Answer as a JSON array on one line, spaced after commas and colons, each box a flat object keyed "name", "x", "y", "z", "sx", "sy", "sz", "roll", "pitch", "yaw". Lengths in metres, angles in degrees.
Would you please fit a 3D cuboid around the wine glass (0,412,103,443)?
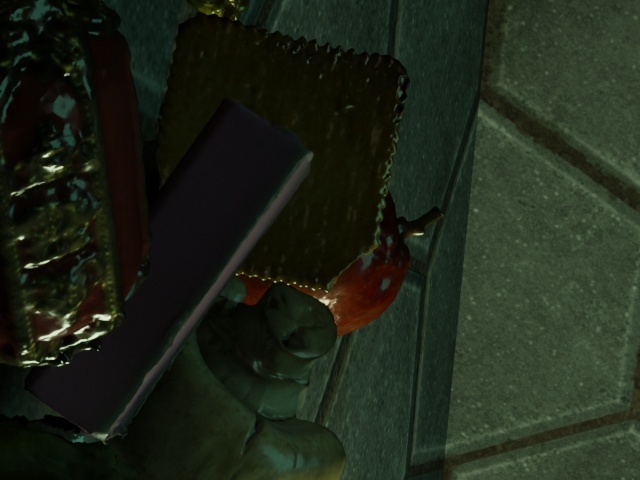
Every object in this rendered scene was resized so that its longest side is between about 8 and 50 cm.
[{"name": "wine glass", "x": -0.222, "y": 0.230, "z": 1.149, "sx": 0.111, "sy": 0.111, "sz": 0.204, "roll": 22, "pitch": 77, "yaw": -76}]

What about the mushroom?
[{"name": "mushroom", "x": -0.095, "y": 0.130, "z": 1.344, "sx": 0.195, "sy": 0.253, "sz": 0.189, "roll": -46, "pitch": 160, "yaw": 32}]

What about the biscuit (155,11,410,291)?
[{"name": "biscuit", "x": -0.041, "y": -0.079, "z": 1.463, "sx": 0.013, "sy": 0.232, "sz": 0.236, "roll": 176, "pitch": -76, "yaw": -74}]

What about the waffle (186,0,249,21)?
[{"name": "waffle", "x": -0.085, "y": -0.295, "z": 1.485, "sx": 0.191, "sy": 0.038, "sz": 0.191, "roll": 10, "pitch": 90, "yaw": -75}]

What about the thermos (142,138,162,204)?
[{"name": "thermos", "x": -0.182, "y": -0.033, "z": 1.196, "sx": 0.137, "sy": 0.105, "sz": 0.193, "roll": -56, "pitch": 175, "yaw": 2}]

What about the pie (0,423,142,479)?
[{"name": "pie", "x": -0.218, "y": 0.302, "z": 0.790, "sx": 0.180, "sy": 0.395, "sz": 0.418, "roll": -152, "pitch": -108, "yaw": -68}]

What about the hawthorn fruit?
[{"name": "hawthorn fruit", "x": 0.000, "y": 0.000, "z": 1.575, "sx": 0.205, "sy": 0.253, "sz": 0.205, "roll": -12, "pitch": 90, "yaw": -69}]

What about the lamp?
[{"name": "lamp", "x": -0.196, "y": -0.048, "z": 0.966, "sx": 0.177, "sy": 0.177, "sz": 0.274, "roll": -65, "pitch": 160, "yaw": -46}]

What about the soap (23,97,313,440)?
[{"name": "soap", "x": -0.108, "y": 0.020, "z": 1.176, "sx": 0.259, "sy": 0.081, "sz": 0.181, "roll": -55, "pitch": 180, "yaw": 0}]
